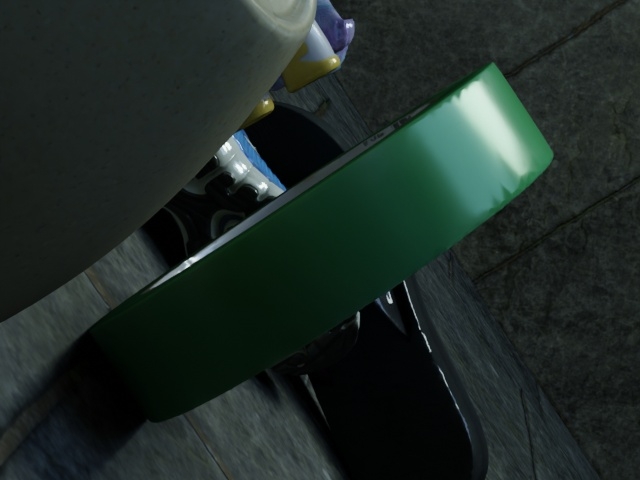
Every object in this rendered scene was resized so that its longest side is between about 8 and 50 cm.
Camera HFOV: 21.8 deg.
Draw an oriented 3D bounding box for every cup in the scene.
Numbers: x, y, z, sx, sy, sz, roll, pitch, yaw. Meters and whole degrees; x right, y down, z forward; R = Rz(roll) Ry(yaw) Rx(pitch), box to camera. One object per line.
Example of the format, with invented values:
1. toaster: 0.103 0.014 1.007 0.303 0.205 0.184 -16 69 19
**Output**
1. cup: -0.142 -0.137 0.827 0.331 0.237 0.331 54 25 -40

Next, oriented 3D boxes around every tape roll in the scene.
1. tape roll: 0.000 0.000 1.099 0.077 0.321 0.321 57 9 -3

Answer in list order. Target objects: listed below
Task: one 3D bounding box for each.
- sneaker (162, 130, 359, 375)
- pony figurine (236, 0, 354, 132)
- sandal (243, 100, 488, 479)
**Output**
1. sneaker: -0.074 -0.032 1.437 0.330 0.130 0.147 55 12 -9
2. pony figurine: -0.132 -0.254 1.249 0.363 0.351 0.303 61 4 -1
3. sandal: 0.007 0.050 1.520 0.107 0.167 0.445 0 56 -59
